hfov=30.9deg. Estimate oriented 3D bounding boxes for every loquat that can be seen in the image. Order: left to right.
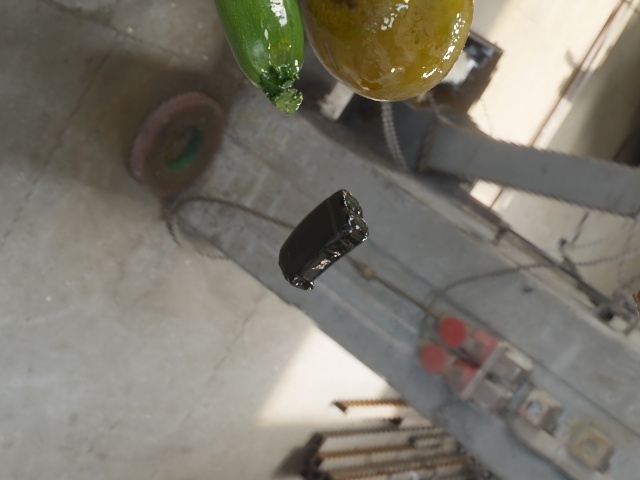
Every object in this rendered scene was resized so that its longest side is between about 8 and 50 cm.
[{"bbox_3d":[0.081,-0.297,1.473,0.244,0.244,0.244,-37,149,-28],"label":"loquat"}]

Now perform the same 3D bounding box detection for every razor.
[{"bbox_3d":[0.000,0.000,1.624,0.054,0.090,0.148,23,128,-37],"label":"razor"}]

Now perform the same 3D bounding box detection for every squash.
[{"bbox_3d":[-0.087,-0.311,1.432,0.101,0.379,0.101,-12,149,-8],"label":"squash"}]

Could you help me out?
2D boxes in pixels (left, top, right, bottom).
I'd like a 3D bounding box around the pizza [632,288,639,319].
[{"bbox_3d":[0.595,0.064,1.846,0.188,0.204,0.080,-18,172,30],"label":"pizza"}]
